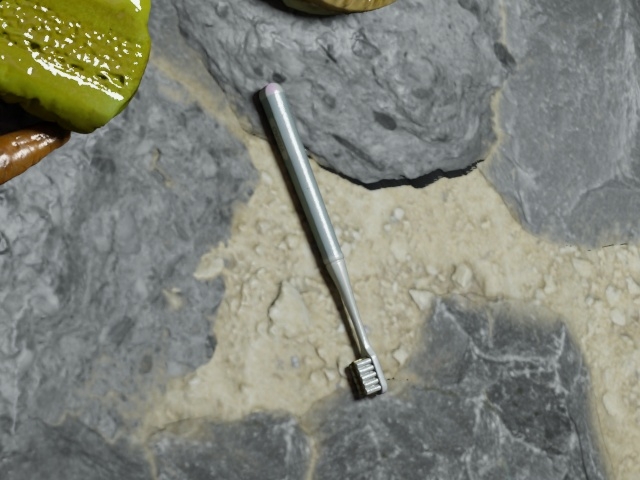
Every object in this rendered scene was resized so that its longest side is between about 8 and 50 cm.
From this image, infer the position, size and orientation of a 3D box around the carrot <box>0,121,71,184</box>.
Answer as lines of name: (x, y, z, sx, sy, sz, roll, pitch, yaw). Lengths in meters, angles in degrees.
carrot: (-0.311, -0.069, 1.397, 0.210, 0.061, 0.061, -25, 91, -39)

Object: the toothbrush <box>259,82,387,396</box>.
toothbrush: (0.002, -0.001, 1.594, 0.030, 0.025, 0.342, -16, 87, -32)

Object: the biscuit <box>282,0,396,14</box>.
biscuit: (0.002, -0.360, 1.660, 0.259, 0.079, 0.259, 8, 74, -31)

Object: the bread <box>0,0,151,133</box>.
bread: (-0.334, -0.222, 1.380, 0.384, 0.112, 0.166, 18, 89, -27)
